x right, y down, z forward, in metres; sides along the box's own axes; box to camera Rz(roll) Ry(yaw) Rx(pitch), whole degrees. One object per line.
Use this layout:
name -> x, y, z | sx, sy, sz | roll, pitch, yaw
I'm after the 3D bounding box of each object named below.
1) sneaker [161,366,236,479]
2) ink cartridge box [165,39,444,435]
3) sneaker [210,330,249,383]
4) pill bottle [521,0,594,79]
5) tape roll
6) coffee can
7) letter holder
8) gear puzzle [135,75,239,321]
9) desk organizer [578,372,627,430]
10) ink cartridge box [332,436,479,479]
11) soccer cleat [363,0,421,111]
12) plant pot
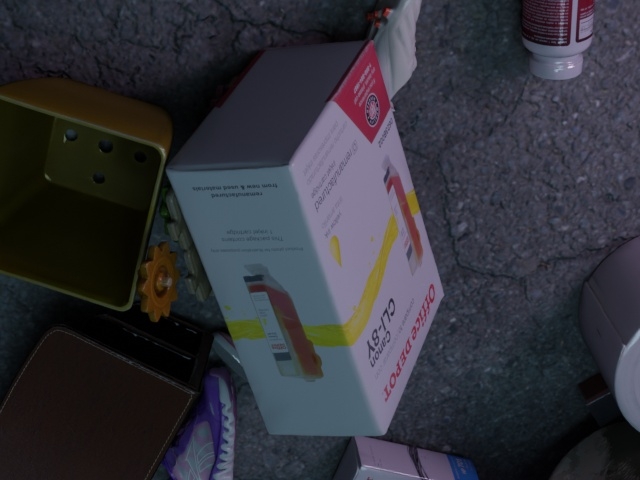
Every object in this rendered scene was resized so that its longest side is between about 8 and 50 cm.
sneaker -> -0.167, 0.277, 1.911 | 0.104, 0.095, 0.236 | 5, 119, -3
ink cartridge box -> 0.000, 0.000, 1.649 | 0.160, 0.279, 0.385 | -2, 125, 25
sneaker -> -0.082, 0.154, 1.879 | 0.134, 0.051, 0.070 | 42, 69, -4
pill bottle -> 0.282, -0.273, 1.666 | 0.086, 0.086, 0.152 | -5, 119, -5
tape roll -> 0.485, 0.127, 1.874 | 0.246, 0.169, 0.246 | -4, 120, -7
coffee can -> 0.466, 0.414, 1.941 | 0.201, 0.201, 0.275 | -40, 111, 14
letter holder -> -0.304, 0.229, 1.826 | 0.214, 0.152, 0.302 | 26, 113, -8
gear puzzle -> -0.145, -0.029, 1.612 | 0.044, 0.339, 0.175 | 3, 131, 19
desk organizer -> 0.419, 0.251, 2.001 | 0.047, 0.050, 0.130 | -31, 119, 9
ink cartridge box -> 0.114, 0.369, 2.004 | 0.190, 0.082, 0.140 | 15, 117, -15
soccer cleat -> 0.089, -0.239, 1.673 | 0.076, 0.068, 0.196 | 12, 124, -20
plant pot -> -0.274, -0.077, 1.620 | 0.212, 0.187, 0.212 | 18, 117, 2
